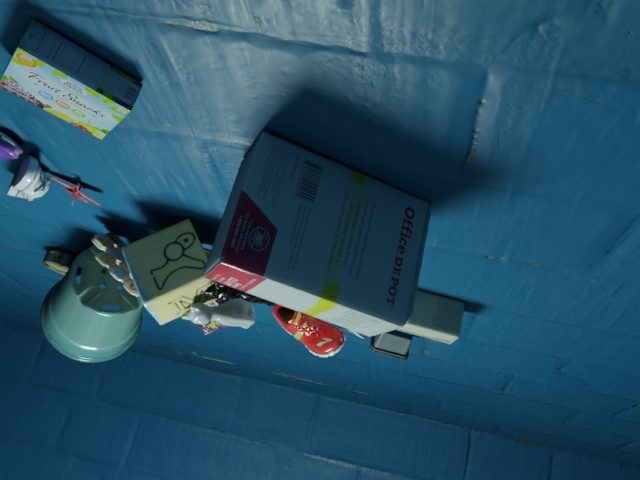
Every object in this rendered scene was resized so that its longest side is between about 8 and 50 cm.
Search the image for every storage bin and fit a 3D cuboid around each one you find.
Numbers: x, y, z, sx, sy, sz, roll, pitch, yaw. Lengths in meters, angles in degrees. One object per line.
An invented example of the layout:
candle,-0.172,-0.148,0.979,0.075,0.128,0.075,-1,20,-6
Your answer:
storage bin,0.247,0.326,2.136,0.135,0.098,0.091,17,130,-4

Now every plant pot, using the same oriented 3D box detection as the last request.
plant pot,-0.724,0.190,2.108,0.341,0.341,0.334,23,143,-19

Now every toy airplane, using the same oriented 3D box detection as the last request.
toy airplane,-0.647,-0.127,1.688,0.151,0.028,0.151,20,153,11

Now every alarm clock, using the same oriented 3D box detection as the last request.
alarm clock,-0.927,0.071,2.273,0.129,0.064,0.192,16,160,-2

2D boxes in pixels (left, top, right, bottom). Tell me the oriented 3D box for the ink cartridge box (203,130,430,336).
ink cartridge box,0.000,0.000,1.268,0.384,0.279,0.160,22,157,-16

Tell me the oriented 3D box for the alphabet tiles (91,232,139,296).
alphabet tiles,-0.556,0.083,1.901,0.284,0.021,0.278,45,-172,2

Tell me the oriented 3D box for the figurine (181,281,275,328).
figurine,-0.251,0.167,1.735,0.209,0.092,0.215,7,141,-44

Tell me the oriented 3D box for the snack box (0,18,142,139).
snack box,-0.458,-0.285,1.160,0.207,0.070,0.174,27,154,-30

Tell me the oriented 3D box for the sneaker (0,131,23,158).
sneaker,-0.828,-0.215,1.502,0.236,0.105,0.095,11,156,6

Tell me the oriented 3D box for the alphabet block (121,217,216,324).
alphabet block,-0.398,0.087,1.731,0.197,0.192,0.193,-24,160,-10

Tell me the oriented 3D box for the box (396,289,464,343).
box,0.259,0.203,1.801,0.275,0.113,0.094,16,158,1

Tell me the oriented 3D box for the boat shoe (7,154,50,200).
boat shoe,-0.736,-0.154,1.624,0.084,0.095,0.258,23,167,-29

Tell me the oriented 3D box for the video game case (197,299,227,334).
video game case,-0.383,0.189,2.034,0.210,0.042,0.232,-23,107,51

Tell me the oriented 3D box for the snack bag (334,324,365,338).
snack bag,-0.051,0.169,1.884,0.323,0.037,0.342,22,165,35

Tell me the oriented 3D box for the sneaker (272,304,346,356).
sneaker,-0.048,0.270,1.961,0.279,0.107,0.118,20,161,38

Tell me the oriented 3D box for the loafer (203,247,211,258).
loafer,-0.338,0.061,1.910,0.148,0.050,0.056,18,157,-9
